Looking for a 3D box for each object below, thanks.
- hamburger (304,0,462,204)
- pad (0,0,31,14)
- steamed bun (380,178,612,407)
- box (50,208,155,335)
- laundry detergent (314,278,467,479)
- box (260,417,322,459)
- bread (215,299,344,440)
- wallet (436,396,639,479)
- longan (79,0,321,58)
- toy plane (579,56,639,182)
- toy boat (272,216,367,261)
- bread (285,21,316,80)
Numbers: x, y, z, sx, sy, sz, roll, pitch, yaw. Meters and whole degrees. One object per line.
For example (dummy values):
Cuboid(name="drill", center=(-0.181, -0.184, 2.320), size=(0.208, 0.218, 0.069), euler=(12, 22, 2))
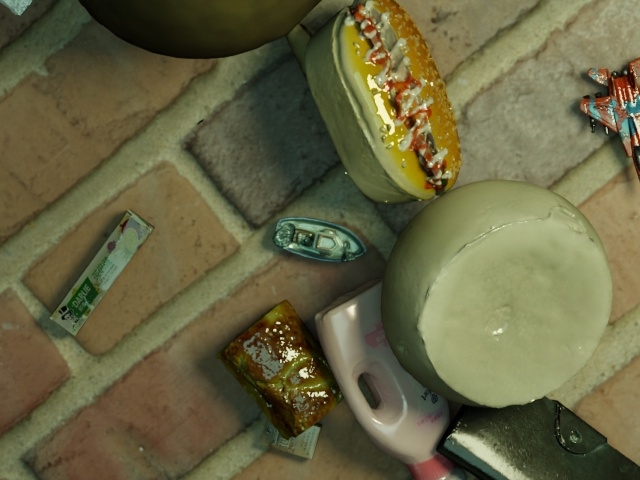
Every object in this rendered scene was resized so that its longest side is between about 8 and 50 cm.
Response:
Cuboid(name="hamburger", center=(0.102, -0.194, 1.851), size=(0.151, 0.227, 0.295), euler=(-25, 94, 29))
Cuboid(name="pad", center=(-0.436, -0.465, 1.980), size=(0.156, 0.004, 0.232), euler=(40, 98, 0))
Cuboid(name="steamed bun", center=(0.237, 0.069, 1.853), size=(0.324, 0.206, 0.324), euler=(-5, 110, -14))
Cuboid(name="box", center=(-0.327, 0.048, 2.007), size=(0.050, 0.041, 0.207), euler=(37, 99, -2))
Cuboid(name="laundry detergent", center=(0.114, 0.228, 1.942), size=(0.159, 0.088, 0.335), euler=(-28, 97, -28))
Cuboid(name="box", center=(-0.044, 0.291, 2.013), size=(0.083, 0.024, 0.053), euler=(15, 97, 2))
Cuboid(name="bread", center=(-0.050, 0.190, 1.961), size=(0.132, 0.103, 0.172), euler=(-38, 89, -16))
Cuboid(name="wallet", center=(0.337, 0.324, 1.929), size=(0.318, 0.045, 0.172), euler=(36, 63, 1))
Cuboid(name="longan", center=(-0.145, -0.437, 1.756), size=(0.404, 0.436, 0.404), euler=(3, 83, -23))
Cuboid(name="toy plane", center=(0.440, -0.160, 1.898), size=(0.130, 0.061, 0.189), euler=(-13, 99, 6))
Cuboid(name="toy boat", center=(0.000, 0.000, 1.956), size=(0.140, 0.066, 0.059), euler=(13, 94, 3))
Cuboid(name="bread", center=(0.016, -0.222, 1.926), size=(0.053, 0.073, 0.214), euler=(-28, 92, 16))
